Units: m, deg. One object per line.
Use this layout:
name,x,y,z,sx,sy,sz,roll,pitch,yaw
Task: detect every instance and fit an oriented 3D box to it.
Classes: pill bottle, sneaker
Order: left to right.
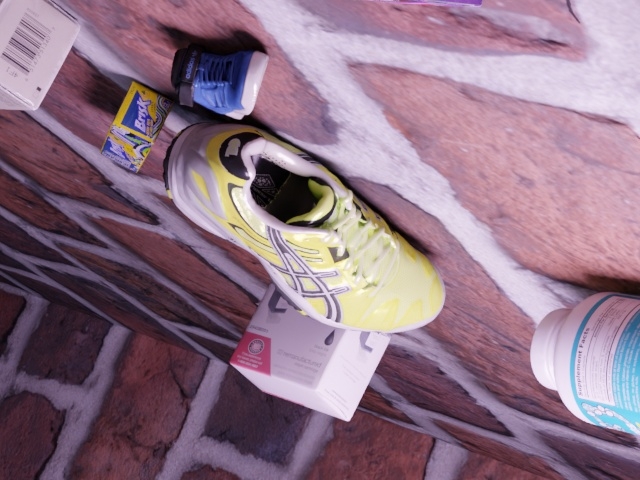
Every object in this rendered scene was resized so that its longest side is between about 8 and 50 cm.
sneaker,-0.102,-0.157,1.348,0.084,0.058,0.152,19,174,-10
sneaker,0.000,0.000,1.588,0.384,0.145,0.147,31,166,-27
pill bottle,0.346,0.132,1.465,0.146,0.146,0.264,35,164,-35

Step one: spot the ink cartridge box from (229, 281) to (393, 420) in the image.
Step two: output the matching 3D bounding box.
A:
ink cartridge box,0.008,0.096,1.772,0.158,0.218,0.092,13,157,40

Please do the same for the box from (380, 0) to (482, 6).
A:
box,-0.064,-0.197,0.943,0.293,0.057,0.201,13,-167,41

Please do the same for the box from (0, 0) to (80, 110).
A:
box,-0.383,-0.212,1.532,0.094,0.113,0.275,36,161,-37

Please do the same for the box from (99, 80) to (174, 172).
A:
box,-0.217,-0.132,1.647,0.054,0.059,0.169,26,167,-9
